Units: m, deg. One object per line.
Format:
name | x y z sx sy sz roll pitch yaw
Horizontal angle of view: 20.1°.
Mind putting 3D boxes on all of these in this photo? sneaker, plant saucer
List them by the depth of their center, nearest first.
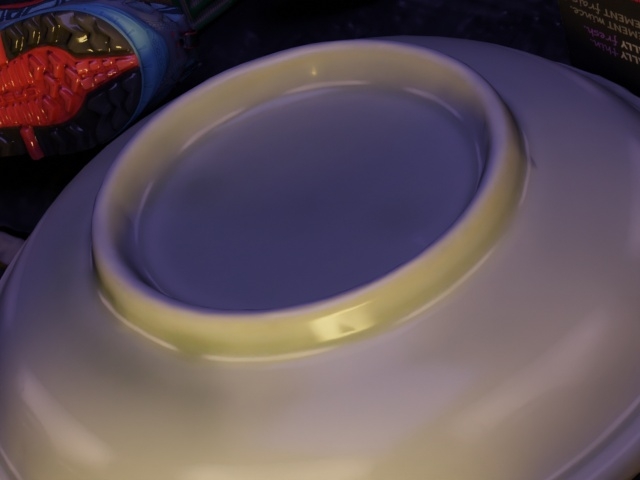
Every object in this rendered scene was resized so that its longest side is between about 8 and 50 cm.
plant saucer | 0.000 0.000 0.902 0.400 0.101 0.400 -11 39 9
sneaker | -0.185 -0.097 1.102 0.261 0.104 0.125 1 18 32

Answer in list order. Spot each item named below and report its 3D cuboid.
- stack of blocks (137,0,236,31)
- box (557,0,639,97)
stack of blocks | -0.122 -0.276 1.212 0.171 0.087 0.297 -40 51 -16
box | 0.213 -0.187 0.912 0.165 0.270 0.143 26 64 32
